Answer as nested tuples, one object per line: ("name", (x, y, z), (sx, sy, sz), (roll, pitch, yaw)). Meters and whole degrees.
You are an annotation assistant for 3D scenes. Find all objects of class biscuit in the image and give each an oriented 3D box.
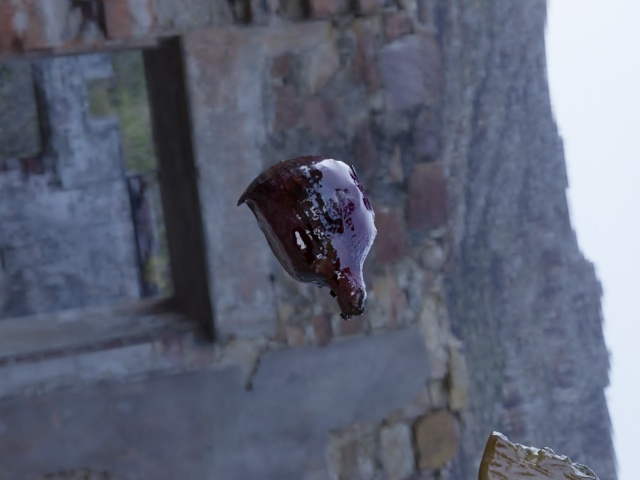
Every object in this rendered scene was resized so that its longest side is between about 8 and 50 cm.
("biscuit", (0.239, 0.282, 1.195), (0.033, 0.224, 0.145), (-37, -149, 64))

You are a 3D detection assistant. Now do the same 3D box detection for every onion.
("onion", (0.012, -0.010, 1.433), (0.198, 0.135, 0.173), (51, -4, 13))
